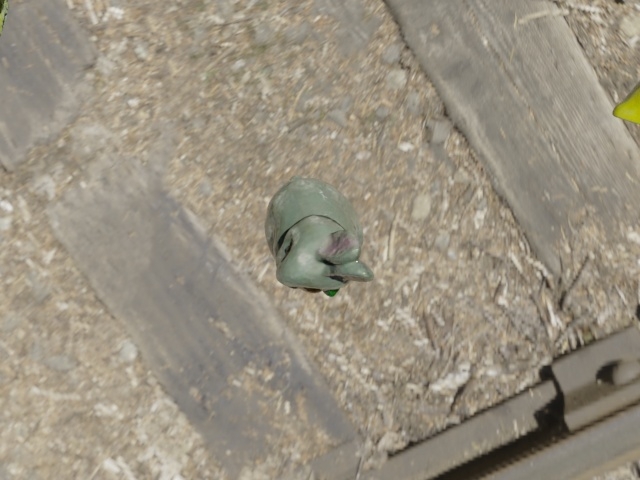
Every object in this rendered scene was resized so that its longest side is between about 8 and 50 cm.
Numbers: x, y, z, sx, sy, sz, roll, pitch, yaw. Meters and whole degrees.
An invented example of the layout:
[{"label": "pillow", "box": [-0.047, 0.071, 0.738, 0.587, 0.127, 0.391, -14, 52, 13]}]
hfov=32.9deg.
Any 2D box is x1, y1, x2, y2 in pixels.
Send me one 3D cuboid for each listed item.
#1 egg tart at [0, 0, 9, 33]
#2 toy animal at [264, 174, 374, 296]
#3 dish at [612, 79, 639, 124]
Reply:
[{"label": "egg tart", "box": [-0.503, -0.320, 1.567, 0.078, 0.197, 0.197, 14, 111, -13]}, {"label": "toy animal", "box": [-0.009, 0.003, 1.151, 0.108, 0.236, 0.138, -22, 97, 4]}, {"label": "dish", "box": [0.390, -0.147, 1.055, 0.207, 0.149, 0.080, 2, 110, -9]}]
